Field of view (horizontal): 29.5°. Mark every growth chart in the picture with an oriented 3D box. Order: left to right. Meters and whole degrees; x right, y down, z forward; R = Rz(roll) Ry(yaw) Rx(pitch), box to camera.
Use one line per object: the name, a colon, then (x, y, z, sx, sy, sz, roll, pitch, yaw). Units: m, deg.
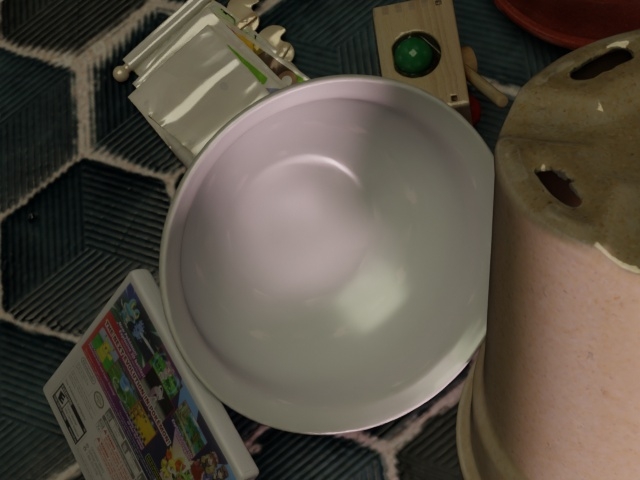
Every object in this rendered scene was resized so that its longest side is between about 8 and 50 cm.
growth chart: (-0.091, -0.137, 1.171, 0.172, 0.021, 0.237, -35, 68, -3)

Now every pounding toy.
pounding toy: (0.107, -0.139, 1.069, 0.100, 0.141, 0.130, -10, 69, 7)

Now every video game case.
video game case: (-0.149, 0.157, 1.018, 0.183, 0.023, 0.201, -48, 62, 36)

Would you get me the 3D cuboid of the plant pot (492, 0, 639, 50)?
plant pot: (0.241, -0.339, 1.003, 0.272, 0.265, 0.272, -6, 67, 14)

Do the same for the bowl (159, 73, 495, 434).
bowl: (0.000, 0.000, 1.012, 0.298, 0.298, 0.134, -40, 24, -5)

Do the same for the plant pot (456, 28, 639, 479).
plant pot: (0.241, 0.037, 0.834, 0.333, 0.305, 0.334, -8, 44, 8)
